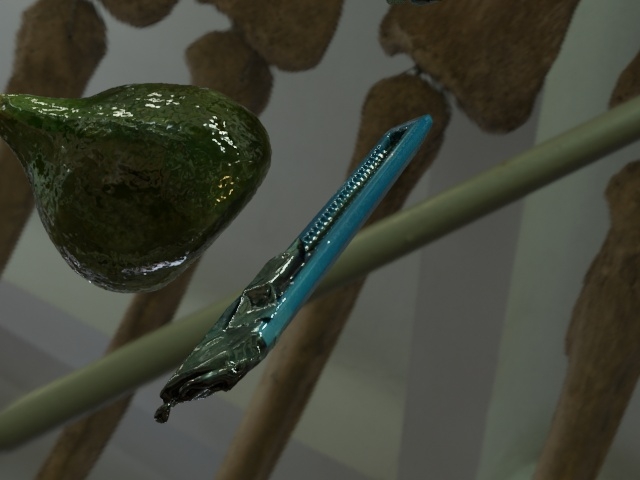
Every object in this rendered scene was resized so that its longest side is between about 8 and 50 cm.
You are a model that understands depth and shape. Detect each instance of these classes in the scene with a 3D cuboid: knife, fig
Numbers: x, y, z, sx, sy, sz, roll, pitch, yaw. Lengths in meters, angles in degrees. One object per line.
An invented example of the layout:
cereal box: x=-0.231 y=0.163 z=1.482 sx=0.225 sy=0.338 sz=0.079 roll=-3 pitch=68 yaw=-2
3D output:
knife: x=-0.001 y=-0.002 z=0.599 sx=0.044 sy=0.296 sz=0.026 roll=-26 pitch=-74 yaw=36
fig: x=-0.178 y=-0.076 z=0.970 sx=0.235 sy=0.203 sz=0.203 roll=38 pitch=-45 yaw=-7

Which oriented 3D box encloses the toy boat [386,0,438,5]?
toy boat: x=0.057 y=-0.390 z=1.188 sx=0.092 sy=0.134 sz=0.299 roll=1 pitch=-49 yaw=39
